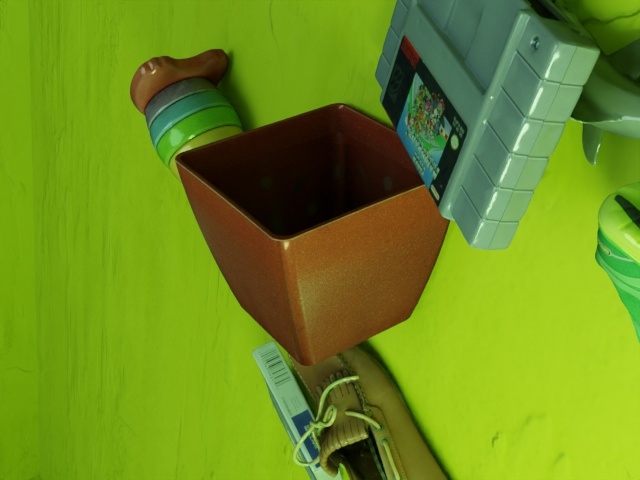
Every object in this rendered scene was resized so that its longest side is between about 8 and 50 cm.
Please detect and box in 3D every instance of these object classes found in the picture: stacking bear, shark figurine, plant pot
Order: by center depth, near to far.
[{"bbox_3d":[0.280,-0.127,0.748,0.278,0.116,0.166,27,122,52],"label":"shark figurine"},{"bbox_3d":[0.000,0.000,1.092,0.267,0.267,0.235,36,140,46],"label":"plant pot"},{"bbox_3d":[-0.189,-0.153,1.410,0.289,0.175,0.164,61,141,13],"label":"stacking bear"}]

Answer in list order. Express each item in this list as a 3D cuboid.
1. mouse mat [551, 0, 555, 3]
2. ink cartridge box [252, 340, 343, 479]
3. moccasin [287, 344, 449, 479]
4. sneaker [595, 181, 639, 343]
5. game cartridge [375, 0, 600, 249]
[{"bbox_3d":[0.196,-0.277,0.878,0.189,0.007,0.152,-115,33,-47],"label":"mouse mat"},{"bbox_3d":[-0.032,0.301,1.364,0.223,0.045,0.224,59,169,27],"label":"ink cartridge box"},{"bbox_3d":[0.051,0.283,1.172,0.380,0.147,0.139,60,143,26],"label":"moccasin"},{"bbox_3d":[0.354,0.075,0.726,0.295,0.109,0.123,56,166,26],"label":"sneaker"},{"bbox_3d":[0.146,-0.181,0.879,0.355,0.068,0.230,-109,33,-49],"label":"game cartridge"}]
